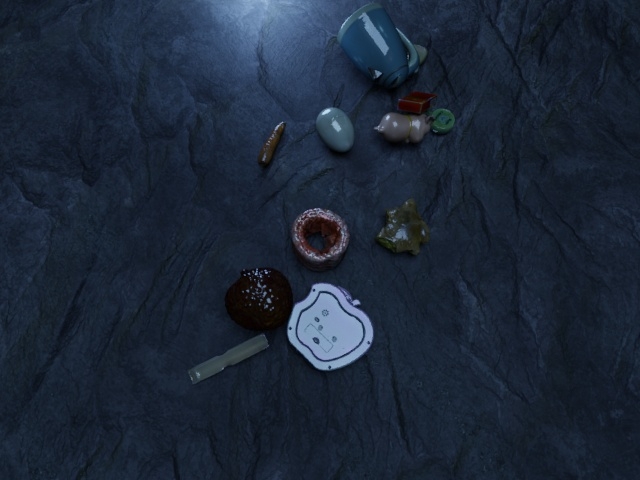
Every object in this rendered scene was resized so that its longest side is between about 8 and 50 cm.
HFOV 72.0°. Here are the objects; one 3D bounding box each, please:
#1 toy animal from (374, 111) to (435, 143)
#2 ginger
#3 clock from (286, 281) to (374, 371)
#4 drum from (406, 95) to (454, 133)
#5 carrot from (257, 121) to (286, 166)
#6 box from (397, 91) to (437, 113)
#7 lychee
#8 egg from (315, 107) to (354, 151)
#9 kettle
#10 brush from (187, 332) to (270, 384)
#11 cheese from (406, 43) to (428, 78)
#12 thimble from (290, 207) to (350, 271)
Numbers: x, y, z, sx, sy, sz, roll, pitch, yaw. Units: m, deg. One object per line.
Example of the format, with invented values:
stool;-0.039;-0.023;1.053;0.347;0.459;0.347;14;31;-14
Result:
toy animal;0.357;-0.491;1.916;0.247;0.149;0.165;-14;40;-12
ginger;0.353;-0.069;1.810;0.218;0.123;0.270;26;73;7
clock;0.037;0.330;1.684;0.338;0.102;0.339;1;73;-4
drum;0.486;-0.564;2.006;0.253;0.049;0.130;23;73;9
carrot;-0.210;-0.427;1.921;0.059;0.059;0.248;21;71;3
box;0.422;-0.601;1.916;0.112;0.048;0.175;21;38;29
lychee;-0.223;0.216;1.624;0.260;0.260;0.261;1;73;-3
egg;0.067;-0.475;1.899;0.151;0.151;0.209;-31;78;-12
kettle;0.296;-0.860;1.995;0.319;0.247;0.342;-32;85;-23
brush;-0.342;0.444;1.660;0.320;0.050;0.060;-26;79;-3
cheese;0.441;-0.845;2.091;0.097;0.037;0.192;23;73;5
thimble;0.000;0.000;1.752;0.239;0.162;0.239;2;71;-5
